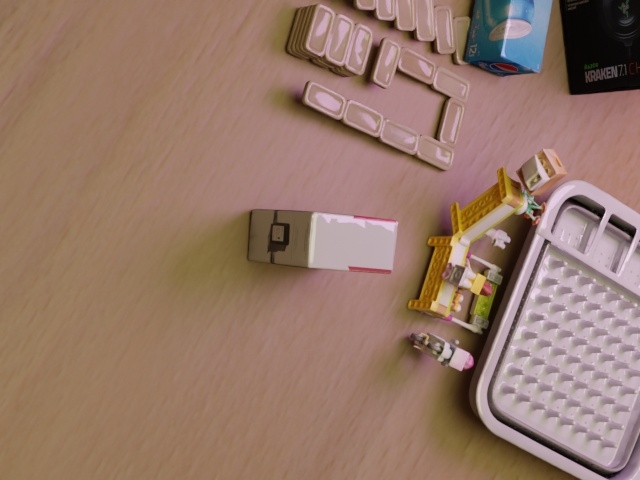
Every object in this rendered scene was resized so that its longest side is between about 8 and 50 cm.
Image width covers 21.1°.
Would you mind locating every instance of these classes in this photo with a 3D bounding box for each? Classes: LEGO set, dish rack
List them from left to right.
[{"bbox_3d":[0.209,0.019,2.037,0.107,0.132,0.287,26,98,-31],"label":"LEGO set"},{"bbox_3d":[0.326,0.121,2.130,0.285,0.072,0.333,29,75,-26],"label":"dish rack"}]

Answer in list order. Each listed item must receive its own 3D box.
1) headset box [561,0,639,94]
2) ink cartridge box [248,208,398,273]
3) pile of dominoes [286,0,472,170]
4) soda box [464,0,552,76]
[{"bbox_3d":[0.413,-0.333,2.094,0.131,0.246,0.283,-7,92,-29],"label":"headset box"},{"bbox_3d":[0.000,0.000,1.913,0.109,0.150,0.063,4,90,-28],"label":"ink cartridge box"},{"bbox_3d":[0.076,-0.214,2.039,0.251,0.040,0.196,23,76,-35],"label":"pile of dominoes"},{"bbox_3d":[0.239,-0.310,2.094,0.071,0.067,0.210,17,79,-37],"label":"soda box"}]
